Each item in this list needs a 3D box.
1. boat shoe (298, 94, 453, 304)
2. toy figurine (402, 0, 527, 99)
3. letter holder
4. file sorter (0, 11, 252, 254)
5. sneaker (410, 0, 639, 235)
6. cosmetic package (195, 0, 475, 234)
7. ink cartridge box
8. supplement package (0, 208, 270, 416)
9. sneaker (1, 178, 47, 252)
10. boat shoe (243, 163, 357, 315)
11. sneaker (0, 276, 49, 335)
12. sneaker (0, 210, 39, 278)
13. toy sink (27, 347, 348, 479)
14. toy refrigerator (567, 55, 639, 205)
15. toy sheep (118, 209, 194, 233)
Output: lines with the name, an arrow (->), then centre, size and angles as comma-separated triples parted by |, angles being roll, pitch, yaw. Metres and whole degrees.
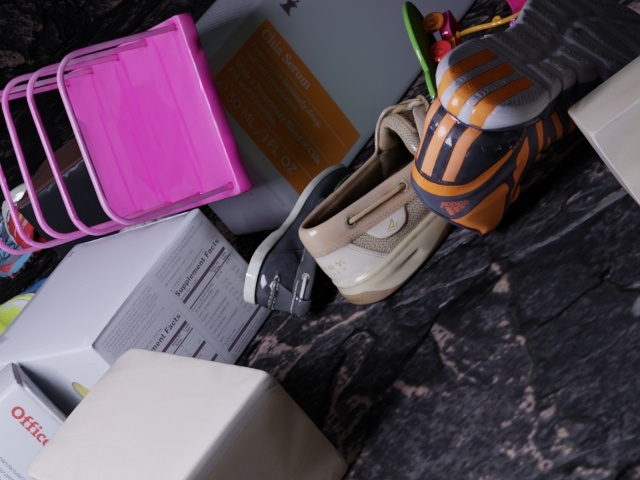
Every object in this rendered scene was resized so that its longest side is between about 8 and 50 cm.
boat shoe -> 0.114, -0.092, 1.331 | 0.341, 0.110, 0.121 | -50, 23, -22
toy figurine -> 0.194, -0.226, 1.485 | 0.159, 0.130, 0.173 | -23, 48, 18
letter holder -> -0.273, -0.119, 1.976 | 0.301, 0.152, 0.214 | -35, 20, 14
file sorter -> -0.256, -0.104, 1.486 | 0.182, 0.202, 0.290 | -22, 6, -36
sneaker -> 0.188, -0.118, 1.238 | 0.321, 0.124, 0.180 | -23, -32, -39
cosmetic package -> -0.011, -0.247, 1.678 | 0.161, 0.230, 0.453 | -8, 39, 53
ink cartridge box -> -0.340, 0.252, 1.370 | 0.208, 0.153, 0.087 | -42, 20, -5
supplement package -> -0.216, 0.102, 1.460 | 0.261, 0.145, 0.204 | -14, 34, 50
sneaker -> -0.370, -0.067, 2.130 | 0.279, 0.107, 0.118 | -31, 57, -5
boat shoe -> 0.000, 0.000, 1.423 | 0.079, 0.084, 0.233 | 15, 40, 18
sneaker -> -0.425, 0.118, 1.889 | 0.240, 0.091, 0.126 | -20, 11, 43
sneaker -> -0.556, -0.001, 2.246 | 0.261, 0.125, 0.104 | -19, 31, 44
toy sink -> -0.116, 0.198, 1.132 | 0.234, 0.131, 0.153 | 1, 46, 53
toy refrigerator -> 0.344, -0.142, 1.077 | 0.269, 0.094, 0.102 | -37, 15, 9
toy sheep -> -0.216, -0.017, 1.777 | 0.132, 0.091, 0.091 | -13, 32, 25
